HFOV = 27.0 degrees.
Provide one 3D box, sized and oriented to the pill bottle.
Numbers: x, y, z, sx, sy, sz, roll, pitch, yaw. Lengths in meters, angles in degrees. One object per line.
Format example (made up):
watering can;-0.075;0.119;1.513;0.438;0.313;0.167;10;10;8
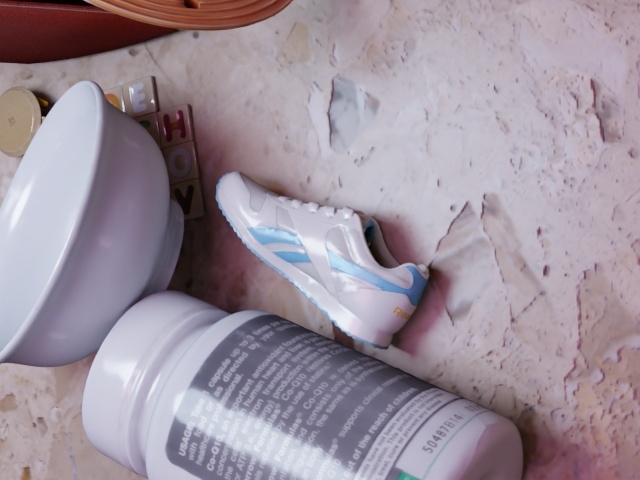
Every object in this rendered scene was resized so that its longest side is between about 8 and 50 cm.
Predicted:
pill bottle;-0.022;0.183;1.181;0.361;0.204;0.204;22;99;28

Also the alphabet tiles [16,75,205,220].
alphabet tiles;-0.227;-0.060;1.416;0.237;0.009;0.198;-12;82;29

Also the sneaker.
sneaker;0.000;0.000;1.249;0.229;0.087;0.092;39;100;17

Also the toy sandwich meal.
toy sandwich meal;-0.324;-0.128;1.452;0.086;0.029;0.085;-1;88;34

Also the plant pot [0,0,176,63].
plant pot;-0.317;-0.308;1.343;0.236;0.267;0.267;-22;78;42

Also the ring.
ring;-0.168;-0.307;1.220;0.336;0.337;0.032;55;137;19

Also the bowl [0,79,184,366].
bowl;-0.224;0.003;1.299;0.298;0.134;0.298;-44;34;41
